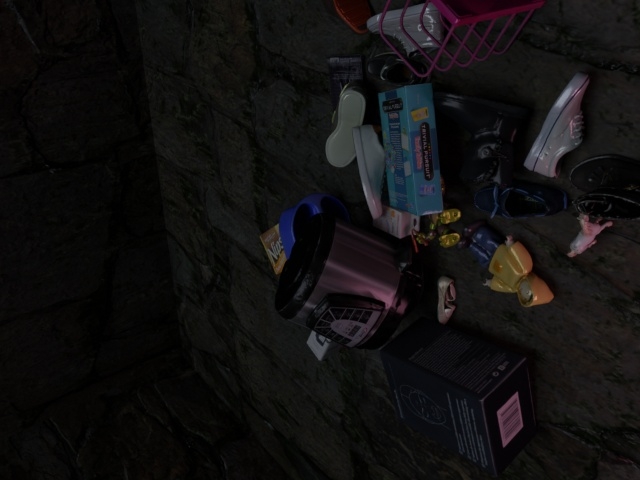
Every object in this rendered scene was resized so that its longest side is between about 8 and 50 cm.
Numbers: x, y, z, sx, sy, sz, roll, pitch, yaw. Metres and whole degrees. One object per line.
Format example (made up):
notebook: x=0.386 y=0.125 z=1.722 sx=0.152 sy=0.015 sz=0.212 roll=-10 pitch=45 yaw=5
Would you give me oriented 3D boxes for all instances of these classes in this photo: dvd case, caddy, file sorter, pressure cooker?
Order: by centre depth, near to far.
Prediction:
file sorter: x=0.309 y=-0.514 z=1.339 sx=0.202 sy=0.290 sz=0.182 roll=55 pitch=147 yaw=19
pressure cooker: x=0.108 y=0.141 z=1.874 sx=0.376 sy=0.420 sz=0.370 roll=-67 pitch=15 yaw=-6
dvd case: x=0.090 y=-0.485 z=1.905 sx=0.164 sy=0.018 sz=0.221 roll=18 pitch=122 yaw=49
caddy: x=0.000 y=0.000 z=2.108 sx=0.179 sy=0.241 sz=0.342 roll=2 pitch=110 yaw=61

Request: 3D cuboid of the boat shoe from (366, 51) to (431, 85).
boat shoe: x=0.206 y=-0.489 z=1.687 sx=0.233 sy=0.079 sz=0.084 roll=29 pitch=132 yaw=46

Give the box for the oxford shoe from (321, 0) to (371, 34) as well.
oxford shoe: x=0.069 y=-0.706 z=1.767 sx=0.271 sy=0.096 sz=0.098 roll=61 pitch=166 yaw=19

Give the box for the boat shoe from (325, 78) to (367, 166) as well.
boat shoe: x=0.088 y=-0.367 z=1.879 sx=0.109 sy=0.091 sz=0.305 roll=14 pitch=137 yaw=-1

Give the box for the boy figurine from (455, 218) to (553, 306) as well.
boy figurine: x=0.494 y=0.076 z=1.584 sx=0.285 sy=0.092 sz=0.177 roll=51 pitch=140 yaw=30

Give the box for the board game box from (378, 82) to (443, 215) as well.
board game box: x=0.248 y=-0.252 z=1.640 sx=0.254 sy=0.079 sz=0.336 roll=-136 pitch=38 yaw=-76

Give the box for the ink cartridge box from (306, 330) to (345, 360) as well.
ink cartridge box: x=0.066 y=0.333 z=2.256 sx=0.100 sy=0.171 sz=0.237 roll=51 pitch=143 yaw=25

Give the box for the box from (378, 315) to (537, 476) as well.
box: x=0.406 y=0.450 z=1.767 sx=0.395 sy=0.212 sz=0.294 roll=18 pitch=132 yaw=49

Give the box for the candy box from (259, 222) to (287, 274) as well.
candy box: x=-0.120 y=0.010 z=2.416 sx=0.316 sy=0.087 sz=0.183 roll=-29 pitch=84 yaw=57

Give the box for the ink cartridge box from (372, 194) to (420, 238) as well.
ink cartridge box: x=0.245 y=-0.075 z=1.850 sx=0.143 sy=0.089 sz=0.092 roll=29 pitch=130 yaw=45

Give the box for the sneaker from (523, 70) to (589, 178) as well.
sneaker: x=0.554 y=-0.255 z=1.331 sx=0.091 sy=0.094 sz=0.258 roll=31 pitch=139 yaw=18

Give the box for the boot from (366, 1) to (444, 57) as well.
boot: x=0.226 y=-0.557 z=1.599 sx=0.258 sy=0.095 sz=0.124 roll=10 pitch=109 yaw=51

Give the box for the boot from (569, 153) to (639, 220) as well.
boot: x=0.590 y=-0.106 z=1.216 sx=0.263 sy=0.229 sz=0.091 roll=13 pitch=118 yaw=51

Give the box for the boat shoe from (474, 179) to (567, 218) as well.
boat shoe: x=0.486 y=-0.107 z=1.491 sx=0.258 sy=0.089 sz=0.109 roll=-2 pitch=106 yaw=55

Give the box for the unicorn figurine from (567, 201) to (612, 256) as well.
unicorn figurine: x=0.608 y=-0.021 z=1.345 sx=0.060 sy=0.111 sz=0.162 roll=36 pitch=135 yaw=40

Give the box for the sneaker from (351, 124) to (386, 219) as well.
sneaker: x=0.177 y=-0.213 z=1.794 sx=0.106 sy=0.123 sz=0.290 roll=-37 pitch=-62 yaw=-87

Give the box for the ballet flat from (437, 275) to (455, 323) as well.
ballet flat: x=0.391 y=0.191 z=1.826 sx=0.052 sy=0.057 sz=0.168 roll=12 pitch=118 yaw=41

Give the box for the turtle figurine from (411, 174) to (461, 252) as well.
turtle figurine: x=0.340 y=-0.059 z=1.698 sx=0.217 sy=0.087 sz=0.270 roll=-110 pitch=30 yaw=-67

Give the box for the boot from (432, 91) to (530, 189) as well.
boot: x=0.374 y=-0.249 z=1.464 sx=0.246 sy=0.094 sz=0.207 roll=18 pitch=104 yaw=17
